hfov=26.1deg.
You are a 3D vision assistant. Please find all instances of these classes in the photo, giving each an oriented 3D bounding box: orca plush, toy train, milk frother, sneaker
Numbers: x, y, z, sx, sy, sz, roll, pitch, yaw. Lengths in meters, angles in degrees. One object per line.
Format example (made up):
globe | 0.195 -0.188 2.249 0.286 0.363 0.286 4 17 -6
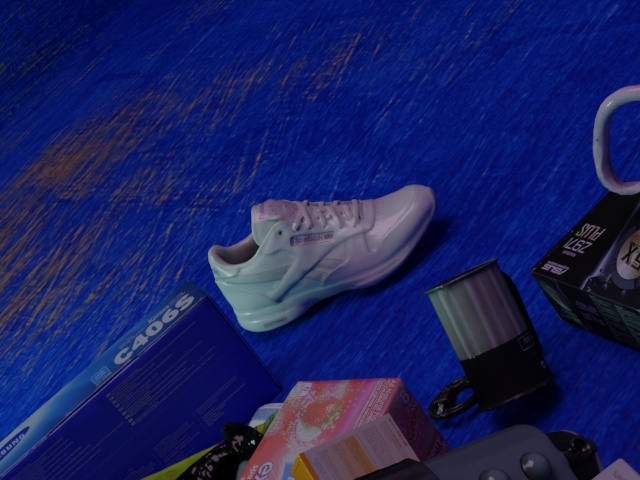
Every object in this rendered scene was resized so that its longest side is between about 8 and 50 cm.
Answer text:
orca plush | -0.136 0.308 1.330 0.151 0.102 0.287 31 88 32
toy train | 0.091 0.241 1.092 0.333 0.142 0.190 -10 -32 -42
milk frother | 0.147 0.105 1.405 0.143 0.135 0.129 -26 -2 14
sneaker | 0.000 0.000 1.727 0.305 0.152 0.114 -28 26 11

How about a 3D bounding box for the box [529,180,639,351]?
box | 0.327 0.028 1.386 0.147 0.077 0.180 -43 28 -13

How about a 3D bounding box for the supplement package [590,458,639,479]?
supplement package | 0.188 0.333 0.927 0.262 0.198 0.199 -37 28 -2

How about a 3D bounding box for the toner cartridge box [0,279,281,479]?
toner cartridge box | -0.228 0.223 1.620 0.348 0.165 0.075 -41 26 -11

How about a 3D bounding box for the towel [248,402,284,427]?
towel | -0.062 0.284 1.476 0.209 0.034 0.285 -6 39 45

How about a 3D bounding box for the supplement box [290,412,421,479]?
supplement box | 0.032 0.199 1.195 0.098 0.036 0.062 -20 63 -26

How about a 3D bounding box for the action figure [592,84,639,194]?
action figure | 0.465 -0.128 1.251 0.275 0.248 0.370 -32 43 -21

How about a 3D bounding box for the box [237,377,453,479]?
box | -0.001 0.285 1.272 0.142 0.154 0.300 -9 36 42

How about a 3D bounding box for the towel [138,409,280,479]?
towel | -0.148 0.256 1.513 0.237 0.021 0.102 -26 7 14
